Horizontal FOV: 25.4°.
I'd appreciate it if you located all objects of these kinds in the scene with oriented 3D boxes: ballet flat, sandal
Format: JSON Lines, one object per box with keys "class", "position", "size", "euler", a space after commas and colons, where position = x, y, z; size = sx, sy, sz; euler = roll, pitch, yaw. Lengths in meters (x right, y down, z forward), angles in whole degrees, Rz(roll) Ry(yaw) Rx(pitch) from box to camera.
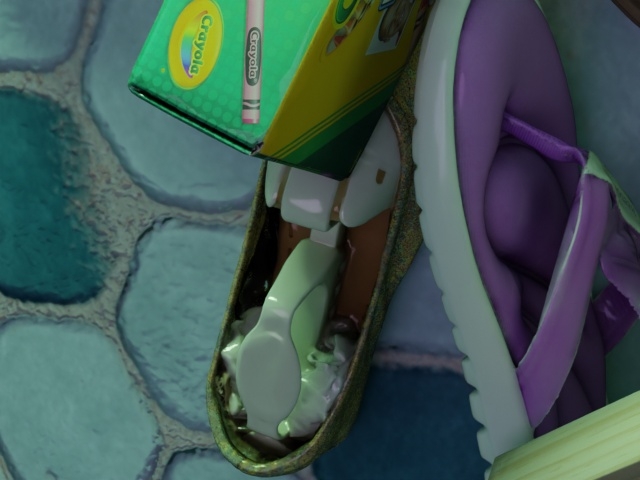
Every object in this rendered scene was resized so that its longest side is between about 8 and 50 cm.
{"class": "ballet flat", "position": [0.000, 0.000, 0.885], "size": [0.123, 0.123, 0.348], "euler": [22, 115, 18]}
{"class": "sandal", "position": [0.147, 0.039, 0.804], "size": [0.102, 0.169, 0.416], "euler": [2, 120, 29]}

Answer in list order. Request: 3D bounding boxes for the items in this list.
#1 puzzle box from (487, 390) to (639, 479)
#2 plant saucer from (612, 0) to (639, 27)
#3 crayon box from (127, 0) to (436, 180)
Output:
{"class": "puzzle box", "position": [0.303, 0.133, 0.651], "size": [0.272, 0.052, 0.409], "euler": [38, 138, -16]}
{"class": "plant saucer", "position": [0.250, -0.214, 0.734], "size": [0.278, 0.041, 0.278], "euler": [8, 111, 22]}
{"class": "crayon box", "position": [0.020, -0.176, 0.736], "size": [0.081, 0.165, 0.278], "euler": [28, 96, 15]}
